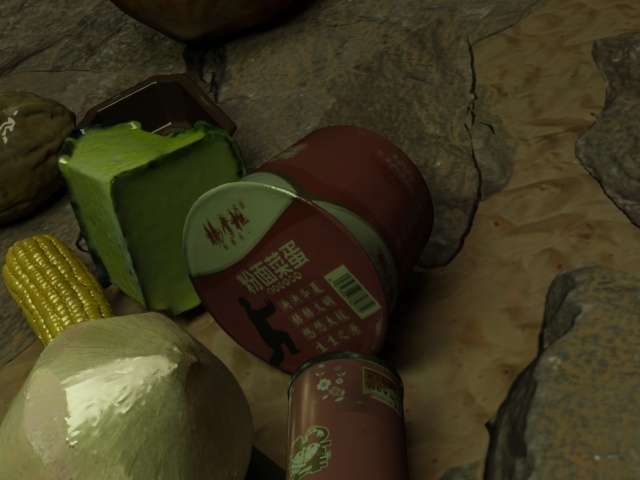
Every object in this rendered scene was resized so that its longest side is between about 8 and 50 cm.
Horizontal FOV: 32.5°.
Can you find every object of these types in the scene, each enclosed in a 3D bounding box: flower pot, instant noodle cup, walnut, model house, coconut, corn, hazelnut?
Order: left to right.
[{"bbox_3d":[-0.431,-0.117,1.505,0.230,0.178,0.178,-35,40,-24],"label":"walnut"},{"bbox_3d":[-0.295,0.075,1.268,0.093,0.093,0.244,-32,42,-14],"label":"corn"},{"bbox_3d":[-0.168,0.169,0.967,0.234,0.224,0.224,-38,19,46],"label":"coconut"},{"bbox_3d":[-0.199,-0.039,1.285,0.170,0.193,0.211,-32,32,-27],"label":"model house"},{"bbox_3d":[-0.212,-0.120,1.471,0.179,0.084,0.251,-29,40,-12],"label":"flower pot"},{"bbox_3d":[-0.185,-0.488,1.714,0.366,0.365,0.365,-12,39,10],"label":"hazelnut"},{"bbox_3d":[0.000,0.000,1.135,0.235,0.234,0.178,6,35,30],"label":"instant noodle cup"}]

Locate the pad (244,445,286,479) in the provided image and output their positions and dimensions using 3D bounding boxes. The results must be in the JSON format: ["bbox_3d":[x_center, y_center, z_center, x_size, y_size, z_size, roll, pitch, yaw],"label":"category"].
[{"bbox_3d":[-0.134,0.258,1.050,0.190,0.004,0.127,-40,42,-22],"label":"pad"}]

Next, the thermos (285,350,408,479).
[{"bbox_3d":[0.010,0.250,0.910,0.136,0.109,0.330,-12,39,10],"label":"thermos"}]
